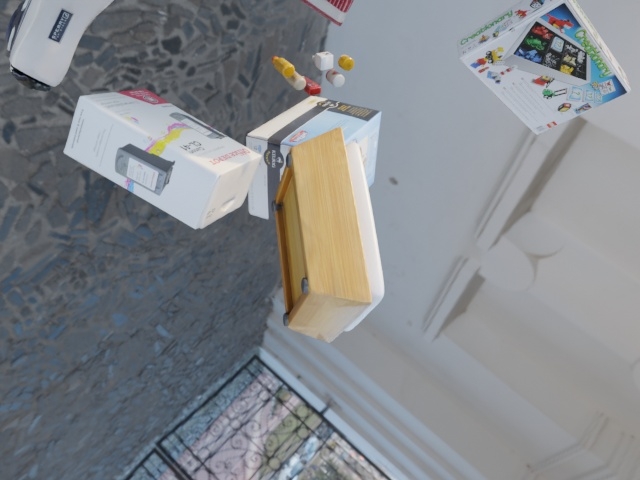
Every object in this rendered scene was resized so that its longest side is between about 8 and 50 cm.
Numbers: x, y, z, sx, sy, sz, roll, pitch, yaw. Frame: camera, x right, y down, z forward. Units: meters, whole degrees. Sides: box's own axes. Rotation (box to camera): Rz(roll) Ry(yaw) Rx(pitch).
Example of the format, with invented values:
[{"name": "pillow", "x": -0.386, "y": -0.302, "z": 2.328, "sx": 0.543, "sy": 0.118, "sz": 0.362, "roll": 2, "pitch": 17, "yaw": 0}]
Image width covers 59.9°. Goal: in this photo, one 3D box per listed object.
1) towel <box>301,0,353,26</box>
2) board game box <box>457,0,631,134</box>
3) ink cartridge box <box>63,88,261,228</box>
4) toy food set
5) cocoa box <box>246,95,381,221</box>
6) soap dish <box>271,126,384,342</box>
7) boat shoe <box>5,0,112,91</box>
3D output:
[{"name": "towel", "x": -0.001, "y": -0.585, "z": 1.010, "sx": 0.037, "sy": 0.237, "sz": 0.329, "roll": -51, "pitch": 176, "yaw": -32}, {"name": "board game box", "x": 0.420, "y": -0.322, "z": 1.033, "sx": 0.193, "sy": 0.053, "sz": 0.305, "roll": -24, "pitch": 144, "yaw": 38}, {"name": "ink cartridge box", "x": -0.303, "y": -0.172, "z": 1.110, "sx": 0.131, "sy": 0.306, "sz": 0.226, "roll": -64, "pitch": 175, "yaw": 23}, {"name": "toy food set", "x": -0.025, "y": -0.509, "z": 1.663, "sx": 0.232, "sy": 0.104, "sz": 0.111, "roll": -18, "pitch": 132, "yaw": -20}, {"name": "cocoa box", "x": -0.009, "y": -0.211, "z": 1.472, "sx": 0.347, "sy": 0.228, "sz": 0.231, "roll": -47, "pitch": 148, "yaw": -50}, {"name": "soap dish", "x": 0.000, "y": 0.000, "z": 0.905, "sx": 0.118, "sy": 0.290, "sz": 0.229, "roll": -2, "pitch": 157, "yaw": -15}, {"name": "boat shoe", "x": -0.474, "y": -0.454, "z": 1.017, "sx": 0.340, "sy": 0.158, "sz": 0.127, "roll": -49, "pitch": 142, "yaw": 13}]
